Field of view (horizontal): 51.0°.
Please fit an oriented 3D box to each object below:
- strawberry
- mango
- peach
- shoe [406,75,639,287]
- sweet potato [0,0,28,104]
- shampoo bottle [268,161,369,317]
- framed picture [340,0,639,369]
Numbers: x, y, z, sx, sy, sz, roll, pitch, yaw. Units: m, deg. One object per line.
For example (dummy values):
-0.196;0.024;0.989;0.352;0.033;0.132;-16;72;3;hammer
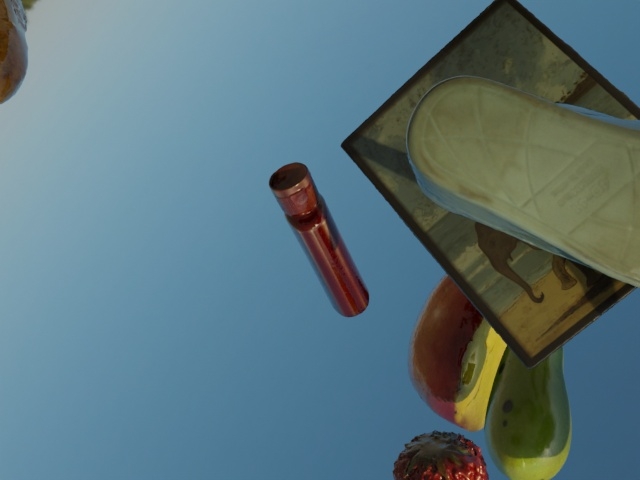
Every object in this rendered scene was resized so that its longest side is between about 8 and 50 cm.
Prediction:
0.176;0.333;0.980;0.145;0.086;0.145;-17;-168;4;strawberry
0.374;0.287;1.207;0.175;0.143;0.293;105;-1;-66;mango
0.332;0.200;1.499;0.242;0.306;0.380;36;-88;44;peach
0.178;-0.039;0.446;0.100;0.251;0.103;-57;166;-79;shoe
-0.312;-0.227;0.571;0.341;0.092;0.114;65;-20;19;sweet potato
0.000;0.000;0.999;0.064;0.260;0.102;-26;-141;2;shampoo bottle
0.213;-0.075;0.730;0.265;0.016;0.347;-41;-113;13;framed picture
